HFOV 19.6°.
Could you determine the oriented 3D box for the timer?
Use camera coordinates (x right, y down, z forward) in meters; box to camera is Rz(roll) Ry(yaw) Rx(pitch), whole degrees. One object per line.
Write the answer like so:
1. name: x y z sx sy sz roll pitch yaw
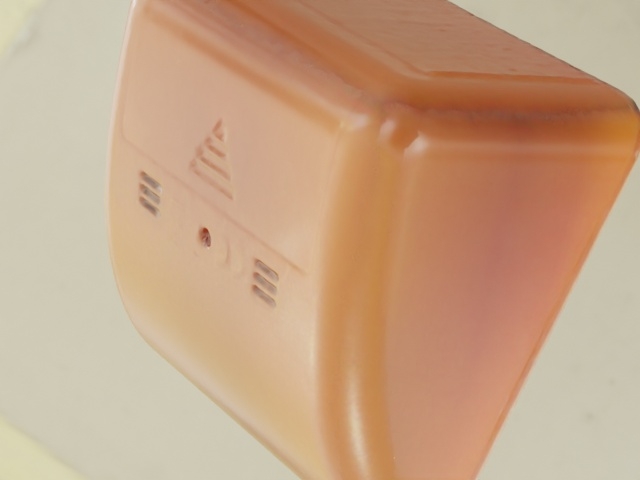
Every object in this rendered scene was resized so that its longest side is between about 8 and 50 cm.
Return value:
1. timer: 0.000 0.000 0.961 0.161 0.250 0.257 -4 -152 -39
